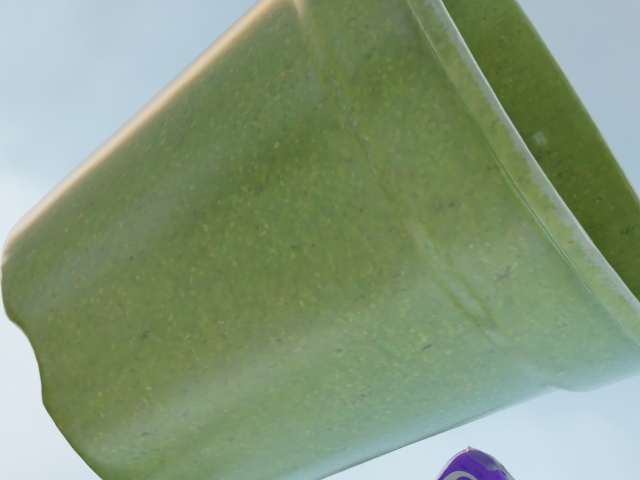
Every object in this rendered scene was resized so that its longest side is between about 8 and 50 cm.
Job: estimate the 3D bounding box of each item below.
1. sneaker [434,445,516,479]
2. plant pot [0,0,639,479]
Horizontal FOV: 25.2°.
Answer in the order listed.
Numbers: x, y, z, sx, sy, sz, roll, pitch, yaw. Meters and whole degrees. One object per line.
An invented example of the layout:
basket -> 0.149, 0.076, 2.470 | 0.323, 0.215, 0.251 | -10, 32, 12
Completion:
sneaker -> 0.108, 0.349, 1.423 | 0.102, 0.293, 0.146 | 29, -154, 31
plant pot -> 0.000, 0.000, 0.678 | 0.254, 0.276, 0.276 | -31, -141, 17
